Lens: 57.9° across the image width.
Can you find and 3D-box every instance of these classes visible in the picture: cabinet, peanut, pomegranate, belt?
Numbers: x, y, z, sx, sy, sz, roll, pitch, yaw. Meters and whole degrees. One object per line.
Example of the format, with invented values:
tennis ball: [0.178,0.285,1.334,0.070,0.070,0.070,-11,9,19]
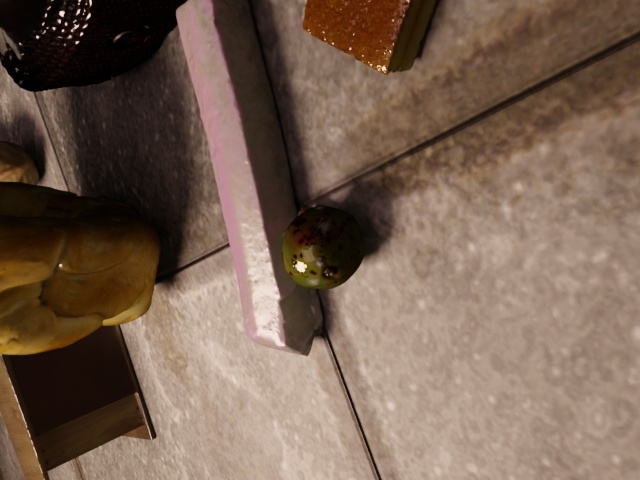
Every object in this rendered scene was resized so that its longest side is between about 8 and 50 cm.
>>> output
cabinet: [-0.401,0.251,0.922,0.148,0.175,0.215,-20,89,49]
peanut: [-0.589,-0.108,1.026,0.299,0.136,0.120,-5,128,46]
pomegranate: [0.001,-0.002,0.482,0.073,0.073,0.084,-34,54,48]
belt: [-0.263,-0.265,0.597,0.289,0.164,0.184,-24,94,49]

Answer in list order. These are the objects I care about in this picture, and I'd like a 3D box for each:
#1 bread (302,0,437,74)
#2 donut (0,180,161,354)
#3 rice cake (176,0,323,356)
bread: [0.036,-0.175,0.402,0.094,0.035,0.090,39,129,32]
donut: [-0.376,0.021,0.707,0.360,0.360,0.169,19,102,42]
rice cake: [-0.066,-0.064,0.537,0.073,0.056,0.364,-3,102,46]
